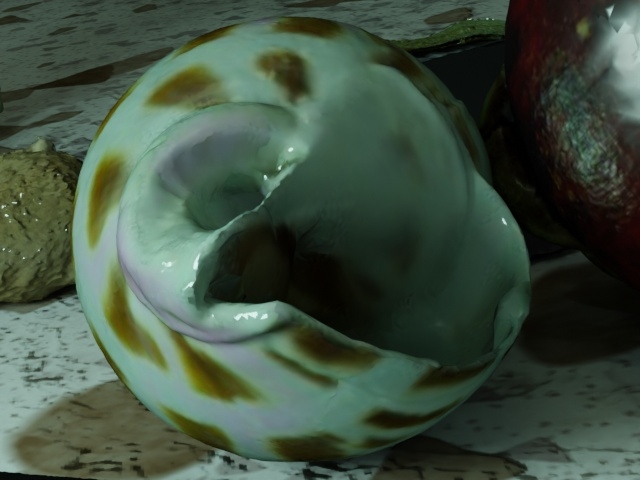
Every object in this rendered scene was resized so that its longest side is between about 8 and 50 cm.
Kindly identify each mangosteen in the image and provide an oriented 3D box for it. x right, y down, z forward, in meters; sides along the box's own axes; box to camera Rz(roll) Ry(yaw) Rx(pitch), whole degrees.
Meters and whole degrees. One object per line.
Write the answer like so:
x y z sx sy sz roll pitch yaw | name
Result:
0.231 -0.087 0.850 0.311 0.311 0.311 -8 18 3 | mangosteen

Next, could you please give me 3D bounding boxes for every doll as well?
-0.210 -0.012 1.094 0.221 0.105 0.115 -15 56 -16 | doll

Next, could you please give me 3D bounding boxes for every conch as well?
0.000 0.000 0.821 0.249 0.197 0.368 34 36 16 | conch

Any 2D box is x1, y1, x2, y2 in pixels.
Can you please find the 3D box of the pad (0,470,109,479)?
-0.085 0.151 0.542 0.160 0.009 0.265 10 19 -24 | pad

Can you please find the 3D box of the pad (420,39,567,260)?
0.122 -0.065 1.114 0.368 0.007 0.247 -17 42 -21 | pad

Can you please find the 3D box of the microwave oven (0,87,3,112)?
-0.496 -0.177 1.470 0.218 0.286 0.355 -4 23 19 | microwave oven

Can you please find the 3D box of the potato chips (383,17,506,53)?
0.134 -0.216 1.691 0.209 0.026 0.142 -20 17 -36 | potato chips
